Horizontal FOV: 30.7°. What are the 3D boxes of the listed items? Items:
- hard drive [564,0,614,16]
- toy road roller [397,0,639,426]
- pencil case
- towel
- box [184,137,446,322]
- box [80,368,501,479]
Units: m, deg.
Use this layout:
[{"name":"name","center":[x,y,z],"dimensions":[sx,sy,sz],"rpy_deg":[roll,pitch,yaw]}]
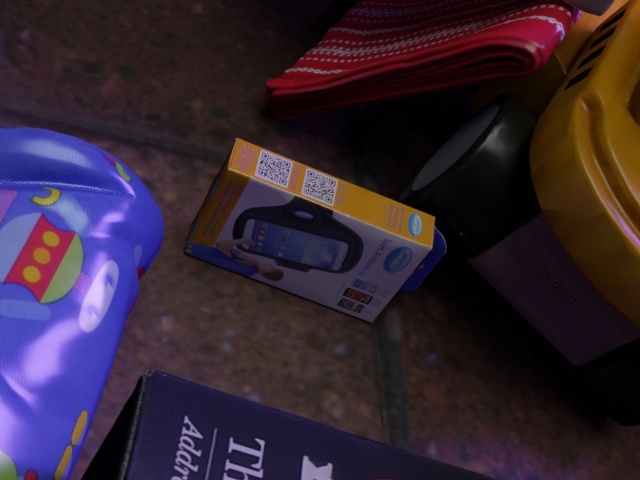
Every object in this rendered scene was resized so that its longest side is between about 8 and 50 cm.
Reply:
[{"name":"hard drive","center":[0.146,-0.313,0.757],"dimensions":[0.233,0.047,0.353],"rpy_deg":[34,52,0]},{"name":"toy road roller","center":[0.227,-0.069,0.699],"dimensions":[0.202,0.241,0.329],"rpy_deg":[45,45,-7]},{"name":"pencil case","center":[-0.163,0.076,0.484],"dimensions":[0.133,0.119,0.306],"rpy_deg":[44,40,-30]},{"name":"towel","center":[0.100,-0.168,0.778],"dimensions":[0.275,0.199,0.031],"rpy_deg":[-52,126,-43]},{"name":"box","center":[0.000,0.000,0.655],"dimensions":[0.136,0.081,0.028],"rpy_deg":[22,49,-10]},{"name":"box","center":[0.029,0.266,0.401],"dimensions":[0.313,0.179,0.343],"rpy_deg":[20,49,-15]}]
